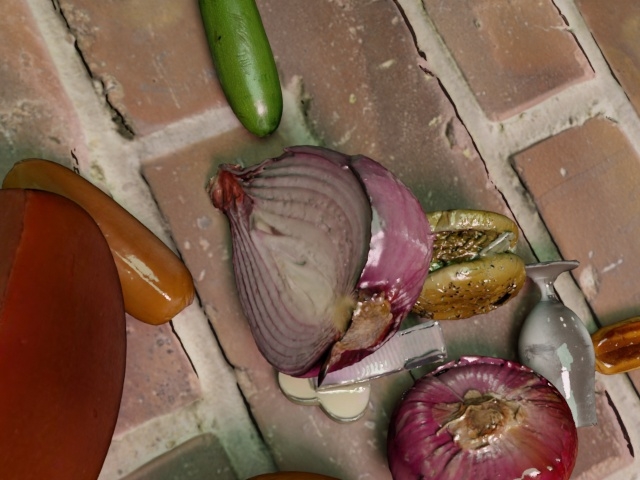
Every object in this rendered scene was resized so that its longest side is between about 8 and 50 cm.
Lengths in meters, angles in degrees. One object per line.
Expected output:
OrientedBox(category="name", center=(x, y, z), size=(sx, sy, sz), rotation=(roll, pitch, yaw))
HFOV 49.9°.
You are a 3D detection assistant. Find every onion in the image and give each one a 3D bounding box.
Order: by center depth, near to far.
OrientedBox(category="onion", center=(0.196, 0.260, 0.850), size=(0.230, 0.163, 0.230), rotation=(-6, 40, 5))
OrientedBox(category="onion", center=(0.000, 0.000, 0.859), size=(0.159, 0.349, 0.267), rotation=(10, 117, -41))

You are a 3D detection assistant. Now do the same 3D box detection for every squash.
OrientedBox(category="squash", center=(-0.117, -0.284, 0.959), size=(0.082, 0.082, 0.293), rotation=(-15, 80, -13))

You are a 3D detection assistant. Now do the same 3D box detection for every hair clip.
OrientedBox(category="hair clip", center=(0.049, 0.146, 0.885), size=(0.218, 0.071, 0.159), rotation=(-16, 62, 0))

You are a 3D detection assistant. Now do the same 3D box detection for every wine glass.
OrientedBox(category="wine glass", center=(0.313, 0.138, 0.925), size=(0.103, 0.103, 0.222), rotation=(-2, 76, -10))

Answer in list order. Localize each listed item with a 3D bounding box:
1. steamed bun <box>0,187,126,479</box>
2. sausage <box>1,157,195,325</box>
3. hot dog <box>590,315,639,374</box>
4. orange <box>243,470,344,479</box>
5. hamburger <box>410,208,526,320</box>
OrientedBox(category="steamed bun", center=(-0.338, 0.147, 0.698), size=(0.235, 0.248, 0.379), rotation=(-5, 60, 13))
OrientedBox(category="sausage", center=(-0.272, -0.001, 0.852), size=(0.274, 0.105, 0.105), rotation=(39, 74, 0))
OrientedBox(category="hot dog", center=(0.452, 0.142, 0.972), size=(0.188, 0.055, 0.072), rotation=(-10, 82, -12))
OrientedBox(category="orange", center=(-0.025, 0.392, 0.705), size=(0.312, 0.312, 0.312), rotation=(2, 77, -9))
OrientedBox(category="hamburger", center=(0.181, 0.035, 0.882), size=(0.177, 0.185, 0.113), rotation=(10, 68, -23))
